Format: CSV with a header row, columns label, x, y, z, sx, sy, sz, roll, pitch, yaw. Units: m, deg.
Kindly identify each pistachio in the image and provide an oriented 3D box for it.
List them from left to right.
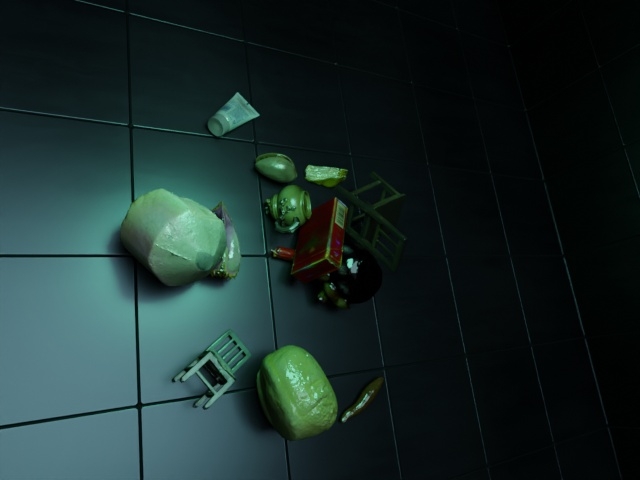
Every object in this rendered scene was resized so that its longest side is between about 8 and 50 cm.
label,x,y,z,sx,sy,sz,roll,pitch,yaw
pistachio,-0.183,-0.303,1.968,0.185,0.124,0.124,15,66,-9

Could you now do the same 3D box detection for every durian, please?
label,x,y,z,sx,sy,sz,roll,pitch,yaw
durian,-0.365,0.023,1.740,0.186,0.154,0.260,30,56,-44

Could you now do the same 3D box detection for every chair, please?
label,x,y,z,sx,sy,sz,roll,pitch,yaw
chair,-0.347,0.429,1.601,0.270,0.147,0.136,-40,95,-32
chair,0.266,-0.088,1.989,0.241,0.203,0.416,-22,49,-35

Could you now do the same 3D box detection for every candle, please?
label,x,y,z,sx,sy,sz,roll,pitch,yaw
candle,-0.143,0.054,1.905,0.131,0.052,0.052,12,68,-26

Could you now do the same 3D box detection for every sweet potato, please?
label,x,y,z,sx,sy,sz,roll,pitch,yaw
sweet potato,0.177,0.645,1.898,0.264,0.057,0.057,-41,96,-32

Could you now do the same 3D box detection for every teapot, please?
label,x,y,z,sx,sy,sz,roll,pitch,yaw
teapot,-0.140,-0.127,1.908,0.173,0.183,0.269,73,19,-46

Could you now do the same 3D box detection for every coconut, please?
label,x,y,z,sx,sy,sz,roll,pitch,yaw
coconut,-0.464,-0.003,1.546,0.309,0.297,0.297,31,51,27

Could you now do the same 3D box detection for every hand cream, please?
label,x,y,z,sx,sy,sz,roll,pitch,yaw
hand cream,-0.368,-0.526,1.957,0.133,0.083,0.248,49,46,-9

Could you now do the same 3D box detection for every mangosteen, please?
label,x,y,z,sx,sy,sz,roll,pitch,yaw
mangosteen,0.108,0.152,1.914,0.288,0.233,0.287,-12,105,-49

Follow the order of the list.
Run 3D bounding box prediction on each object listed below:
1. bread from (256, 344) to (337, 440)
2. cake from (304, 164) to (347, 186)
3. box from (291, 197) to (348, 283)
label,x,y,z,sx,sy,sz,roll,pitch,yaw
bread,-0.078,0.524,1.634,0.237,0.320,0.320,-23,86,-27
cake,0.031,-0.289,2.090,0.185,0.116,0.079,24,65,-28
box,-0.001,0.000,1.873,0.089,0.197,0.313,38,44,-31
